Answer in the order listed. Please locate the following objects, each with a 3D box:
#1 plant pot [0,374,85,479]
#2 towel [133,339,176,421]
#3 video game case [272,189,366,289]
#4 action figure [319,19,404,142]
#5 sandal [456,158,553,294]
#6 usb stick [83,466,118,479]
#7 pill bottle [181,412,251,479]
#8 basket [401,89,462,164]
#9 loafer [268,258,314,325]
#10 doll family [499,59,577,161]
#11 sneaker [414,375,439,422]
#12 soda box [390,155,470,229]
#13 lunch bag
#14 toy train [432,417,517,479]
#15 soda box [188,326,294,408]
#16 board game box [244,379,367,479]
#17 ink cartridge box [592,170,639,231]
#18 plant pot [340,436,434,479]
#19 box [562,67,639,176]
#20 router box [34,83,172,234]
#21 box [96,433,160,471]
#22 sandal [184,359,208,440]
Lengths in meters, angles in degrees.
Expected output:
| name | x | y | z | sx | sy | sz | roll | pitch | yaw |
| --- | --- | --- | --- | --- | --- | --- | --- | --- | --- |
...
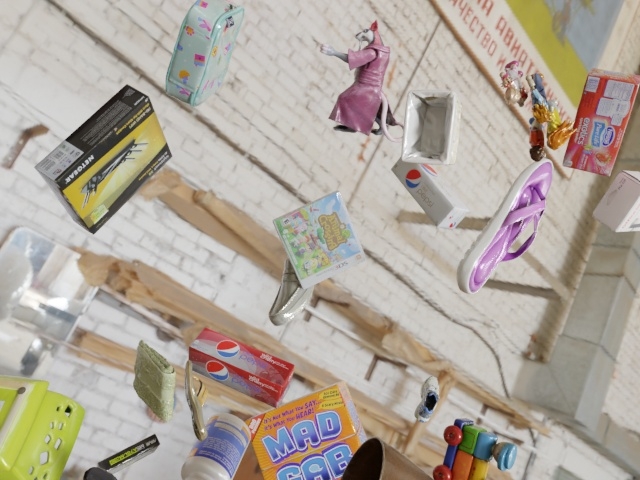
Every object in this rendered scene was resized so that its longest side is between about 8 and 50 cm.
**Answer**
| name | x | y | z | sx | sy | sz | roll | pitch | yaw |
| --- | --- | --- | --- | --- | --- | --- | --- | --- | --- |
| plant pot | -0.680 | 0.410 | 1.328 | 0.228 | 0.227 | 0.207 | 4 | -39 | 9 |
| towel | -0.304 | 0.255 | 1.124 | 0.027 | 0.110 | 0.148 | -4 | 18 | -39 |
| video game case | 0.000 | 0.000 | 1.642 | 0.212 | 0.193 | 0.023 | 67 | -7 | -20 |
| action figure | 0.156 | -0.524 | 2.015 | 0.276 | 0.370 | 0.248 | 28 | 29 | 32 |
| sandal | 0.491 | -0.021 | 1.549 | 0.102 | 0.416 | 0.169 | 29 | -15 | 36 |
| usb stick | -0.466 | 0.563 | 1.297 | 0.077 | 0.045 | 0.278 | 26 | -51 | 7 |
| pill bottle | -0.322 | 0.663 | 1.847 | 0.152 | 0.272 | 0.152 | 8 | -59 | 13 |
| basket | 0.260 | -0.256 | 1.433 | 0.113 | 0.167 | 0.103 | 7 | 3 | 24 |
| loafer | -0.067 | 0.098 | 1.739 | 0.112 | 0.319 | 0.111 | -15 | -55 | 43 |
| doll family | 0.510 | -0.300 | 1.425 | 0.118 | 0.163 | 0.263 | -17 | -54 | 30 |
| sneaker | 0.285 | 0.401 | 1.590 | 0.052 | 0.135 | 0.058 | 25 | -44 | 0 |
| soda box | 0.269 | -0.126 | 1.529 | 0.074 | 0.069 | 0.216 | 6 | 41 | -45 |
| lunch bag | -0.298 | -0.509 | 1.643 | 0.108 | 0.224 | 0.279 | 29 | -58 | 0 |
| toy train | 0.320 | 0.520 | 1.314 | 0.143 | 0.248 | 0.105 | 14 | -3 | 41 |
| soda box | -0.204 | 0.322 | 1.580 | 0.263 | 0.083 | 0.092 | 21 | -54 | 11 |
| board game box | -0.022 | 0.754 | 2.282 | 0.356 | 0.356 | 0.356 | 59 | 9 | -79 |
| ink cartridge box | 0.908 | -0.112 | 1.777 | 0.218 | 0.158 | 0.092 | -1 | 37 | -36 |
| plant pot | 0.169 | 0.548 | 1.247 | 0.230 | 0.215 | 0.215 | 29 | -15 | -8 |
| box | 0.750 | -0.317 | 1.657 | 0.128 | 0.122 | 0.257 | 17 | -60 | 23 |
| router box | -0.527 | -0.198 | 1.547 | 0.081 | 0.309 | 0.243 | 31 | -23 | 18 |
| box | -0.603 | 0.677 | 1.932 | 0.045 | 0.184 | 0.191 | 58 | -32 | 13 |
| sandal | -0.275 | 0.359 | 1.400 | 0.049 | 0.180 | 0.072 | -10 | -21 | -23 |
